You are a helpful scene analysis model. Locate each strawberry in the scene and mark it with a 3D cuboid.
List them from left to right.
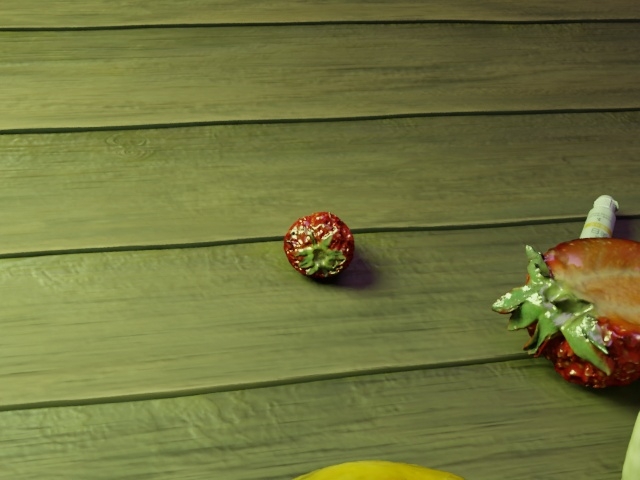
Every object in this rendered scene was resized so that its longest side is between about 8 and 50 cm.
[{"bbox_3d":[0.000,0.000,1.502,0.073,0.073,0.083,14,25,0],"label":"strawberry"},{"bbox_3d":[0.298,0.066,1.486,0.228,0.098,0.174,-21,51,-38],"label":"strawberry"}]

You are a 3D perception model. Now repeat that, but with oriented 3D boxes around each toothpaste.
[{"bbox_3d":[0.294,0.014,1.597,0.048,0.031,0.190,22,43,5],"label":"toothpaste"}]

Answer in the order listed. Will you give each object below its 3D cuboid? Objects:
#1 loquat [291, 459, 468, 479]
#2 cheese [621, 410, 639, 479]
[{"bbox_3d":[0.042,0.290,1.039,0.274,0.275,0.275,8,40,-7],"label":"loquat"},{"bbox_3d":[0.391,0.170,1.305,0.248,0.174,0.251,-27,42,-35],"label":"cheese"}]
